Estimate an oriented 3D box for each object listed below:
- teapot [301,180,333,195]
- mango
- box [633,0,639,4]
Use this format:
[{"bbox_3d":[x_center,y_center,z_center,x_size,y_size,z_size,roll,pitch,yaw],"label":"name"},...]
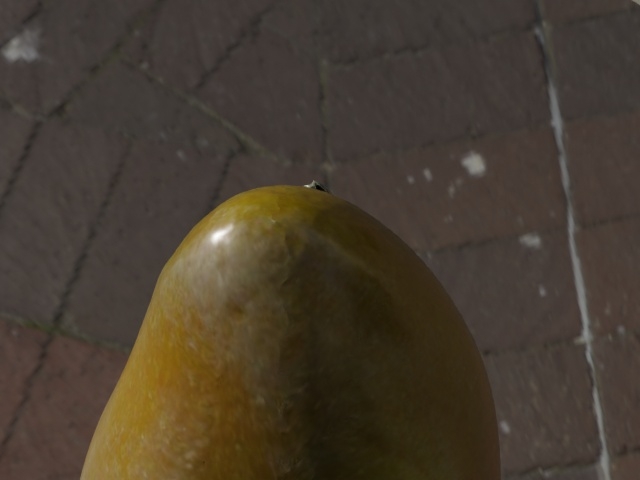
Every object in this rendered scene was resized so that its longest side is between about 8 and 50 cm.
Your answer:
[{"bbox_3d":[0.000,0.000,1.066,0.067,0.083,0.057,-8,47,27],"label":"teapot"},{"bbox_3d":[-0.018,0.137,0.856,0.222,0.384,0.199,1,31,4],"label":"mango"},{"bbox_3d":[0.176,-0.141,0.861,0.024,0.054,0.083,-34,30,-2],"label":"box"}]
